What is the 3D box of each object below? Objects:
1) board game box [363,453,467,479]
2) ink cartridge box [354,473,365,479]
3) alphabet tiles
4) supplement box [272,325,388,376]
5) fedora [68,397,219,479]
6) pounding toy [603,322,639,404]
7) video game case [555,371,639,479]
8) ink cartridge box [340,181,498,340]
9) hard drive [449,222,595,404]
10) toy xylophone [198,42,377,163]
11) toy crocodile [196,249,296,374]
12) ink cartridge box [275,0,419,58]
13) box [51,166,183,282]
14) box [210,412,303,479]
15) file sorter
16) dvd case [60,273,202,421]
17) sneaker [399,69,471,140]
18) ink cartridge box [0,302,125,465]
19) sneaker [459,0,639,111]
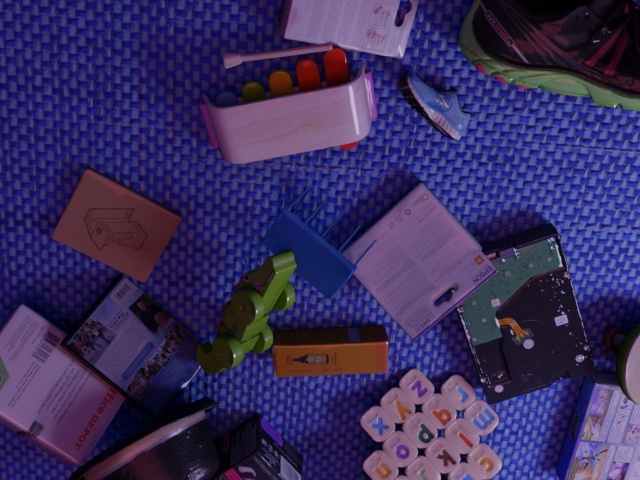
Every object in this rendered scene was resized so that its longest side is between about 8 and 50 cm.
[{"bbox_3d":[0.222,0.550,1.882,0.243,0.042,0.165,-10,113,-3],"label":"board game box"},{"bbox_3d":[0.147,0.555,1.938,0.181,0.062,0.104,-34,111,12],"label":"ink cartridge box"},{"bbox_3d":[0.230,0.422,1.830,0.284,0.021,0.278,-43,86,-7],"label":"alphabet tiles"},{"bbox_3d":[0.020,0.224,1.778,0.233,0.080,0.078,-3,114,-3],"label":"supplement box"},{"bbox_3d":[-0.323,0.451,1.730,0.334,0.334,0.153,-33,80,12],"label":"fedora"},{"bbox_3d":[0.668,0.232,1.809,0.236,0.110,0.183,-11,106,-29],"label":"pounding toy"},{"bbox_3d":[0.665,0.420,1.899,0.244,0.061,0.270,7,113,-7],"label":"video game case"},{"bbox_3d":[0.187,0.040,1.680,0.223,0.045,0.224,-41,87,15],"label":"ink cartridge box"},{"bbox_3d":[0.400,0.153,1.768,0.236,0.064,0.339,-20,114,6],"label":"hard drive"},{"bbox_3d":[-0.056,-0.247,1.543,0.322,0.081,0.236,-4,127,-2],"label":"toy xylophone"},{"bbox_3d":[-0.141,0.141,1.674,0.105,0.115,0.341,45,131,20],"label":"toy crocodile"},{"bbox_3d":[0.054,-0.426,1.513,0.232,0.066,0.189,3,116,-27],"label":"ink cartridge box"},{"bbox_3d":[-0.390,-0.026,1.679,0.201,0.021,0.164,28,110,-14],"label":"box"},{"bbox_3d":[-0.187,0.525,1.867,0.270,0.143,0.165,-35,111,13],"label":"box"},{"bbox_3d":[0.000,0.000,1.621,0.170,0.104,0.118,39,141,2],"label":"file sorter"},{"bbox_3d":[-0.360,0.214,1.733,0.253,0.022,0.180,45,69,-19],"label":"dvd case"},{"bbox_3d":[0.210,-0.256,1.589,0.162,0.063,0.073,40,89,-22],"label":"sneaker"},{"bbox_3d":[-0.537,0.285,1.707,0.273,0.198,0.114,39,151,-17],"label":"ink cartridge box"},{"bbox_3d":[0.485,-0.343,1.484,0.482,0.185,0.202,8,118,-7],"label":"sneaker"}]
